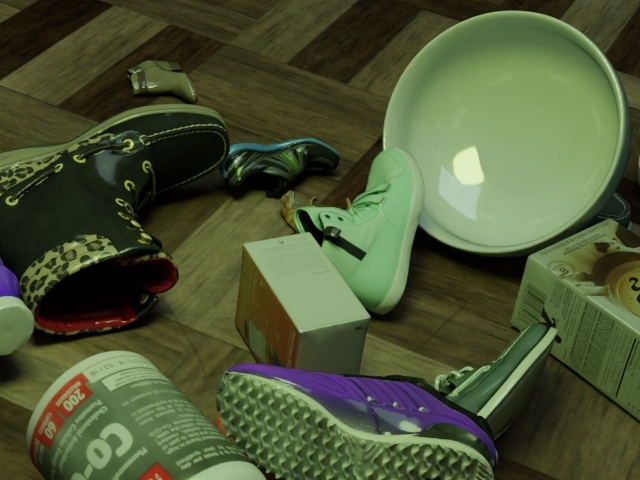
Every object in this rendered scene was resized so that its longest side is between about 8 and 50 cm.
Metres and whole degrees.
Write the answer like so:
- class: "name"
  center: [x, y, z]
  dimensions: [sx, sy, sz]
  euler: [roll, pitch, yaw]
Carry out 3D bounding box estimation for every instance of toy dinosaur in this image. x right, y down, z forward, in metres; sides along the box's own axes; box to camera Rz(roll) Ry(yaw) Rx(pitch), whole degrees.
- class: "toy dinosaur"
  center: [0.000, 0.000, 1.783]
  dimensions: [0.112, 0.064, 0.211]
  euler: [-19, 31, -6]

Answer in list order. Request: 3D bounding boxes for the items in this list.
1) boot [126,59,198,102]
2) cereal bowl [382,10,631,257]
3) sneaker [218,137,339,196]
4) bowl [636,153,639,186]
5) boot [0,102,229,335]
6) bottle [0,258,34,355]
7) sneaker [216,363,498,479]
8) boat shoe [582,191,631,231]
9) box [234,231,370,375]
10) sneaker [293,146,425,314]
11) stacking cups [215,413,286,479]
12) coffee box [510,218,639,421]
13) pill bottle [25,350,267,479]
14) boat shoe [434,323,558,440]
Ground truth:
- class: "boot"
  center: [-0.249, -0.241, 2.070]
  dimensions: [0.087, 0.042, 0.118]
  euler: [-15, 40, -19]
- class: "cereal bowl"
  center: [0.265, -0.135, 1.828]
  dimensions: [0.339, 0.339, 0.141]
  euler: [31, 6, 29]
- class: "sneaker"
  center: [-0.058, -0.100, 1.901]
  dimensions: [0.188, 0.067, 0.078]
  euler: [-8, 68, -31]
- class: "bowl"
  center: [0.548, -0.099, 2.014]
  dimensions: [0.142, 0.053, 0.142]
  euler: [18, 38, 14]
- class: "boot"
  center: [-0.250, -0.032, 1.697]
  dimensions: [0.377, 0.138, 0.284]
  euler: [-15, 41, -23]
- class: "bottle"
  center: [-0.425, 0.035, 1.569]
  dimensions: [0.092, 0.118, 0.283]
  euler: [-28, 41, -24]
- class: "sneaker"
  center: [0.042, 0.184, 1.364]
  dimensions: [0.293, 0.102, 0.146]
  euler: [19, 28, 8]
- class: "boat shoe"
  center: [0.317, -0.096, 1.932]
  dimensions: [0.305, 0.091, 0.109]
  euler: [30, 42, 28]
- class: "box"
  center: [-0.025, 0.095, 1.575]
  dimensions: [0.091, 0.130, 0.170]
  euler: [-10, 39, -24]
- class: "sneaker"
  center: [0.046, -0.043, 1.723]
  dimensions: [0.151, 0.094, 0.256]
  euler: [28, 49, -24]
- class: "stacking cups"
  center: [0.011, 0.266, 1.384]
  dimensions: [0.316, 0.096, 0.096]
  euler: [31, 42, 30]
- class: "coffee box"
  center: [0.405, 0.113, 1.642]
  dimensions: [0.168, 0.119, 0.297]
  euler: [-22, 46, -36]
- class: "pill bottle"
  center: [-0.151, 0.248, 1.315]
  dimensions: [0.161, 0.161, 0.283]
  euler: [-22, 45, -35]
- class: "boat shoe"
  center: [0.166, 0.178, 1.513]
  dimensions: [0.099, 0.116, 0.319]
  euler: [30, 46, 21]
